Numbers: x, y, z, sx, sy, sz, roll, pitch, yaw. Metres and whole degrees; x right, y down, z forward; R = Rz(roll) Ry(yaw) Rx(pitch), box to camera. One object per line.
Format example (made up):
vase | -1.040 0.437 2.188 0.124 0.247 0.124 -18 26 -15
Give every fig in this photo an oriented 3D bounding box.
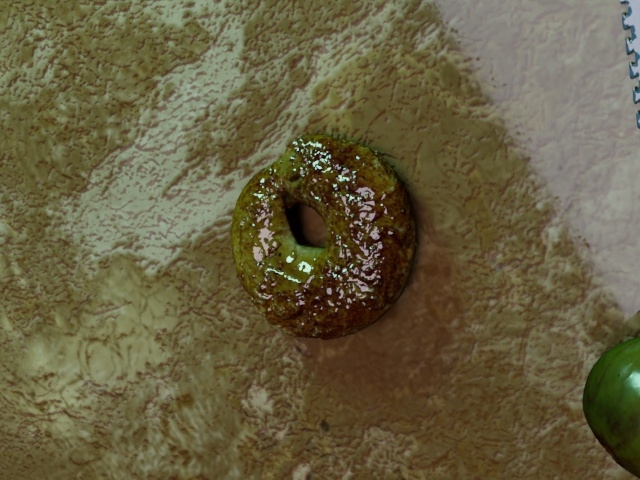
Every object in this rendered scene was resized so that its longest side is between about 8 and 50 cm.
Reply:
fig | 0.315 0.089 0.980 0.124 0.124 0.236 42 89 11

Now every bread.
bread | 0.000 0.000 1.105 0.193 0.064 0.193 4 99 25

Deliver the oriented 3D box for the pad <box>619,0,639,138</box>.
pad | 0.374 -0.139 0.946 0.270 0.012 0.269 -5 97 23
